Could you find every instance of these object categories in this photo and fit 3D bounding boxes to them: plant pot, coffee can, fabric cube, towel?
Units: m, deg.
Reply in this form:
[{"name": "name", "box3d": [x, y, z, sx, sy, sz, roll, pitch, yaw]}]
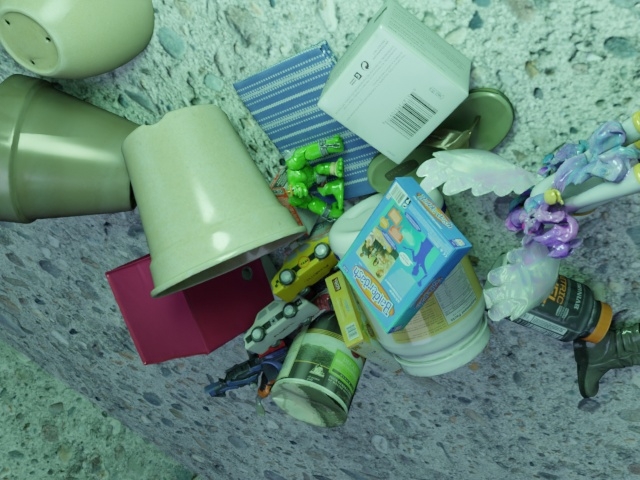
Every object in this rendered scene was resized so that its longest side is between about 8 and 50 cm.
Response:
[{"name": "plant pot", "box3d": [-0.477, -0.408, 1.167, 0.283, 0.191, 0.284, 14, 140, 12]}, {"name": "plant pot", "box3d": [-0.538, -0.179, 1.395, 0.280, 0.323, 0.323, 9, 141, -6]}, {"name": "plant pot", "box3d": [-0.238, -0.090, 1.277, 0.333, 0.333, 0.306, -26, 87, 43]}, {"name": "coffee can", "box3d": [0.014, 0.308, 1.643, 0.201, 0.275, 0.202, 14, 140, 12]}, {"name": "fabric cube", "box3d": [-0.309, 0.124, 1.553, 0.259, 0.258, 0.254, -15, 97, 38]}, {"name": "towel", "box3d": [0.007, -0.215, 1.264, 0.243, 0.040, 0.336, -12, 126, 39]}]

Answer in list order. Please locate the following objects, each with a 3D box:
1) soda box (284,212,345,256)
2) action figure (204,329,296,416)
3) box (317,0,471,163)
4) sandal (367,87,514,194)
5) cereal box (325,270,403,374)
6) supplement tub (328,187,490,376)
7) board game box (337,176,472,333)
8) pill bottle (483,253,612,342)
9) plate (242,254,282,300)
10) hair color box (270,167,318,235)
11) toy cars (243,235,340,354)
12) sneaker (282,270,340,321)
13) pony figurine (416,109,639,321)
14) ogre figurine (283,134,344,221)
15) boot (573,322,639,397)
[{"name": "soda box", "box3d": [0.000, 0.000, 1.476, 0.183, 0.063, 0.058, -23, 122, 43]}, {"name": "action figure", "box3d": [-0.176, 0.362, 1.864, 0.341, 0.179, 0.330, -18, 129, -11]}, {"name": "box", "box3d": [0.123, -0.260, 1.056, 0.181, 0.119, 0.181, 33, 131, -14]}, {"name": "sandal", "box3d": [0.216, -0.157, 1.152, 0.302, 0.086, 0.120, -33, 115, 30]}, {"name": "cereal box", "box3d": [0.107, 0.184, 1.400, 0.047, 0.173, 0.240, -30, 143, 17]}, {"name": "supplement tub", "box3d": [0.184, 0.077, 1.274, 0.240, 0.241, 0.332, -13, 112, 37]}, {"name": "board game box", "box3d": [0.130, 0.026, 1.048, 0.160, 0.047, 0.210, 55, 131, 27]}, {"name": "pill bottle", "box3d": [0.471, 0.129, 1.326, 0.245, 0.131, 0.131, 22, 141, 3]}, {"name": "plate", "box3d": [-0.219, 0.133, 1.751, 0.277, 0.045, 0.278, -1, 134, 29]}, {"name": "hair color box", "box3d": [-0.056, -0.085, 1.404, 0.043, 0.072, 0.141, -1, 133, 30]}, {"name": "toy cars", "box3d": [-0.067, 0.114, 1.450, 0.087, 0.176, 0.394, 56, 138, 29]}, {"name": "sneaker", "box3d": [0.008, 0.135, 1.589, 0.299, 0.112, 0.121, -17, 92, 49]}, {"name": "pony figurine", "box3d": [0.383, -0.062, 1.033, 0.363, 0.350, 0.303, -36, 71, 53]}, {"name": "ogre figurine", "box3d": [-0.011, -0.121, 1.280, 0.118, 0.097, 0.197, 2, 153, 5]}, {"name": "boot", "box3d": [0.663, 0.279, 1.439, 0.161, 0.084, 0.247, -5, 134, 23]}]
